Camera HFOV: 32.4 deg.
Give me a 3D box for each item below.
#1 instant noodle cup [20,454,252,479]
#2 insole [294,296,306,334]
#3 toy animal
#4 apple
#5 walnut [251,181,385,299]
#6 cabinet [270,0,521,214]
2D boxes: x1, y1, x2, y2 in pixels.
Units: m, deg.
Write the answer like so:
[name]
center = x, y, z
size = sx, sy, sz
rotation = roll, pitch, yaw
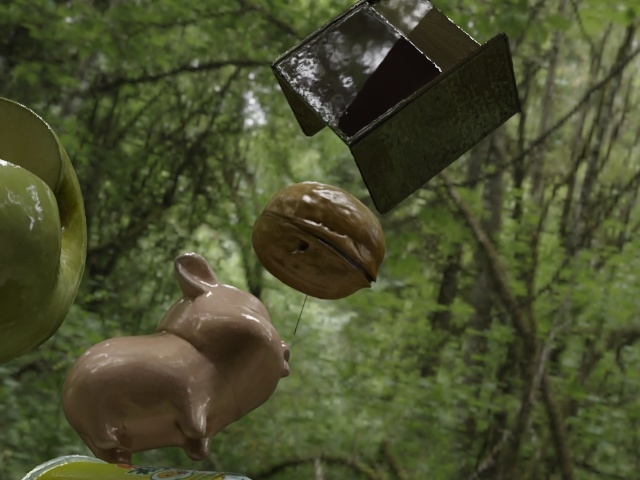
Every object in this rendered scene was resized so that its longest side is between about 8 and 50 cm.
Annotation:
[instant noodle cup]
center = -0.155, 0.323, 1.022
size = 0.200, 0.264, 0.264
rotation = -12, -19, 30
[insole]
center = -0.020, 0.080, 1.681
size = 0.002, 0.152, 0.053
rotation = 17, -36, 1
[toy animal]
center = -0.203, 0.188, 1.573
size = 0.326, 0.269, 0.237
rotation = -4, -36, -10
[apple]
center = -0.382, -0.009, 1.146
size = 0.254, 0.291, 0.292
rotation = -8, -8, 3
[walnut]
center = 0.000, 0.000, 1.419
size = 0.180, 0.144, 0.144
rotation = 33, -2, 15
[cabinet]
center = 0.093, -0.176, 1.285
size = 0.175, 0.215, 0.148
rotation = 49, -7, 36
